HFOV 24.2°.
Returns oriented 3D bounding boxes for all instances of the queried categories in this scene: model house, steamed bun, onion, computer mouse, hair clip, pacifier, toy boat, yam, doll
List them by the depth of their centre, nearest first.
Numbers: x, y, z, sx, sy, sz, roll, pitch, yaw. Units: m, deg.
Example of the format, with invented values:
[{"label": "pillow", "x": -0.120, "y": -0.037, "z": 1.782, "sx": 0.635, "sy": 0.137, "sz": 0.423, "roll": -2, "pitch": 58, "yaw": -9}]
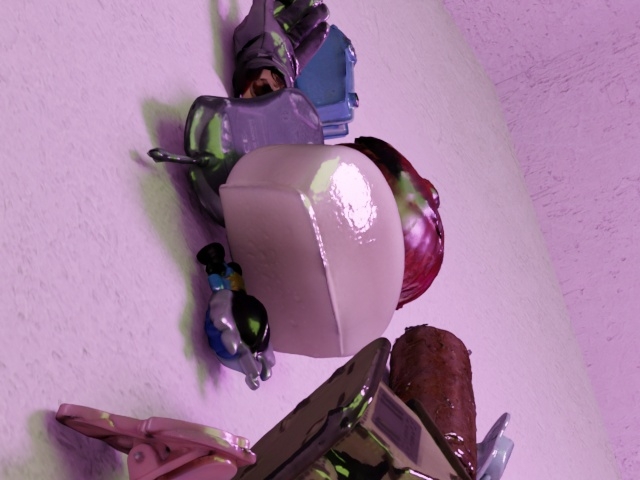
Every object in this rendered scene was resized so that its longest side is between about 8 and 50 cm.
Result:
[{"label": "hair clip", "x": -0.128, "y": 0.159, "z": 1.182, "sx": 0.123, "sy": 0.138, "sz": 0.102, "roll": 30, "pitch": 33, "yaw": -53}, {"label": "model house", "x": 0.067, "y": 0.266, "z": 1.378, "sx": 0.279, "sy": 0.218, "sz": 0.205, "roll": 44, "pitch": 20, "yaw": -5}, {"label": "doll", "x": -0.087, "y": 0.083, "z": 1.553, "sx": 0.096, "sy": 0.070, "sz": 0.195, "roll": 43, "pitch": 18, "yaw": -39}, {"label": "steamed bun", "x": 0.000, "y": 0.000, "z": 1.666, "sx": 0.164, "sy": 0.146, "sz": 0.241, "roll": -39, "pitch": 125, "yaw": -43}, {"label": "computer mouse", "x": -0.102, "y": -0.094, "z": 1.735, "sx": 0.379, "sy": 0.090, "sz": 0.167, "roll": -2, "pitch": 80, "yaw": -60}, {"label": "onion", "x": 0.071, "y": -0.028, "z": 2.011, "sx": 0.246, "sy": 0.190, "sz": 0.246, "roll": 61, "pitch": -2, "yaw": 4}, {"label": "yam", "x": 0.152, "y": 0.238, "z": 2.020, "sx": 0.131, "sy": 0.131, "sz": 0.279, "roll": 58, "pitch": 18, "yaw": -27}, {"label": "pacifier", "x": 0.225, "y": 0.311, "z": 2.239, "sx": 0.117, "sy": 0.126, "sz": 0.150, "roll": 29, "pitch": 51, "yaw": 2}, {"label": "toy boat", "x": 0.005, "y": -0.252, "z": 2.298, "sx": 0.098, "sy": 0.109, "sz": 0.237, "roll": 79, "pitch": 3, "yaw": -51}]

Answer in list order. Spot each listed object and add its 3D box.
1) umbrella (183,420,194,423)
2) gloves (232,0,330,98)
[{"label": "umbrella", "x": -0.113, "y": 0.220, "z": 1.280, "sx": 0.062, "sy": 0.067, "sz": 0.143, "roll": 114, "pitch": -27, "yaw": -46}, {"label": "gloves", "x": -0.067, "y": -0.271, "z": 2.057, "sx": 0.142, "sy": 0.119, "sz": 0.285, "roll": 59, "pitch": 32, "yaw": -25}]
